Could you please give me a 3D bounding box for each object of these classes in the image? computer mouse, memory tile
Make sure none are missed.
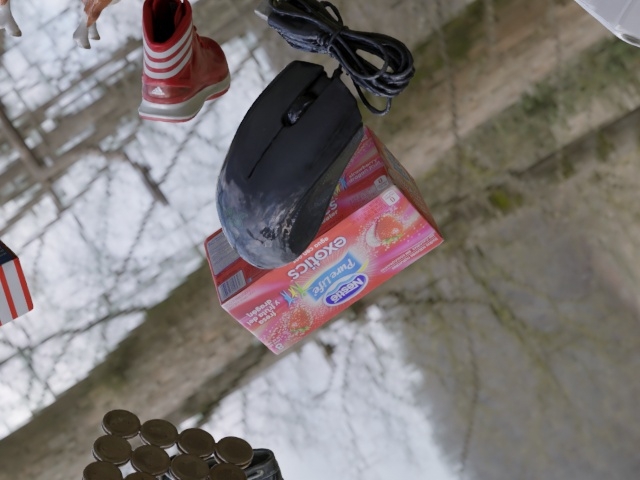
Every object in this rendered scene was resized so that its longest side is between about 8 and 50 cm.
[{"bbox_3d":[-0.037,-0.098,1.411,0.188,0.272,0.072,34,-161,32],"label":"computer mouse"},{"bbox_3d":[-0.140,0.209,1.332,0.148,0.012,0.113,15,-146,-3],"label":"memory tile"}]

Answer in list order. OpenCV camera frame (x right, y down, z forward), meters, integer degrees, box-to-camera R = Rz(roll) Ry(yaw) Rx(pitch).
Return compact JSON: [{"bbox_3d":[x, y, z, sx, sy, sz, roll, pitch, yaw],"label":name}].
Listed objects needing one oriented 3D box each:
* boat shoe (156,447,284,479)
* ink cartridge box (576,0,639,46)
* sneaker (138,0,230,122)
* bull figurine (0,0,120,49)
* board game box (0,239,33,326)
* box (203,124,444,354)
[{"bbox_3d":[-0.225,0.399,2.348,0.121,0.335,0.119,-115,16,-65],"label":"boat shoe"},{"bbox_3d":[0.244,-0.209,0.847,0.148,0.203,0.086,12,-152,-42],"label":"ink cartridge box"},{"bbox_3d":[-0.146,-0.222,1.608,0.221,0.087,0.128,-80,-6,-64],"label":"sneaker"},{"bbox_3d":[-0.334,-0.361,1.934,0.310,0.188,0.101,9,-158,-27],"label":"bull figurine"},{"bbox_3d":[-0.288,0.013,0.897,0.193,0.146,0.045,39,147,44],"label":"board game box"},{"bbox_3d":[0.000,0.000,2.042,0.142,0.300,0.154,45,-165,-39],"label":"box"}]
